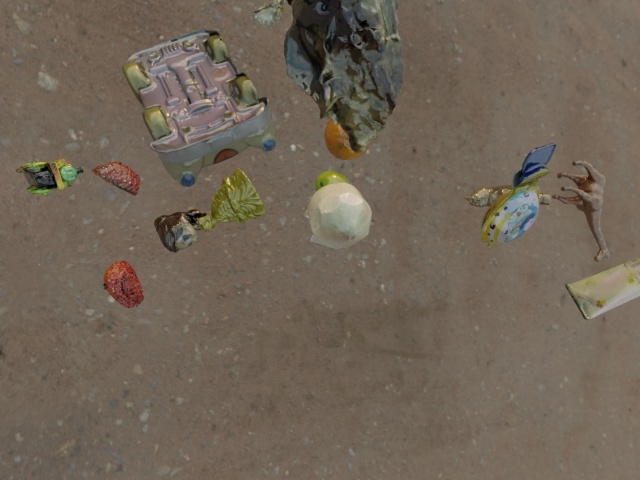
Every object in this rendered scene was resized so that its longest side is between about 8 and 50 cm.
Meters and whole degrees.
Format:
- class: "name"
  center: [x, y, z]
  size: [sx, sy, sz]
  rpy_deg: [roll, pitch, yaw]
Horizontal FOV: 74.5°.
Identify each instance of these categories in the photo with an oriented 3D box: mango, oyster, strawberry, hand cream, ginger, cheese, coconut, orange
- class: "mango"
  center: [0.089, -0.195, 1.889]
  size: [0.149, 0.185, 0.273]
  rpy_deg: [-41, 109, 1]
- class: "oyster"
  center: [-0.202, -0.913, 1.676]
  size: [0.121, 0.146, 0.045]
  rpy_deg: [-21, 85, -25]
- class: "strawberry"
  center: [-0.643, 0.149, 1.416]
  size: [0.121, 0.082, 0.188]
  rpy_deg: [-76, 155, -43]
- class: "hand cream"
  center: [0.387, 0.045, 0.523]
  size: [0.039, 0.143, 0.061]
  rpy_deg: [42, 27, -35]
- class: "strawberry"
  center: [-0.685, -0.221, 1.432]
  size: [0.192, 0.140, 0.085]
  rpy_deg: [37, 79, -47]
- class: "oyster"
  center: [0.004, -0.305, 0.591]
  size: [0.096, 0.221, 0.361]
  rpy_deg: [-24, 124, -33]
- class: "ginger"
  center: [0.605, -0.146, 1.371]
  size: [0.333, 0.166, 0.080]
  rpy_deg: [-11, 112, -38]
- class: "cheese"
  center: [0.388, -0.076, 0.831]
  size: [0.156, 0.064, 0.250]
  rpy_deg: [-21, 138, -22]
- class: "coconut"
  center: [0.067, -0.080, 1.426]
  size: [0.224, 0.234, 0.224]
  rpy_deg: [-1, 122, -2]
- class: "orange"
  center: [0.137, -0.526, 2.115]
  size: [0.246, 0.246, 0.246]
  rpy_deg: [2, 86, -34]

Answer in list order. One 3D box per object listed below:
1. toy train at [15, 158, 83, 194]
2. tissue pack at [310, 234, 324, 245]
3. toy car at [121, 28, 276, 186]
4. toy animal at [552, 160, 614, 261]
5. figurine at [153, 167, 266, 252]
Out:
- class: "toy train"
  center: [-0.884, -0.214, 1.379]
  size: [0.160, 0.296, 0.101]
  rpy_deg: [-23, 113, -36]
- class: "tissue pack"
  center: [0.000, 0.000, 1.757]
  size: [0.083, 0.063, 0.035]
  rpy_deg: [4, 105, -71]
- class: "toy car"
  center: [-0.260, -0.273, 0.922]
  size: [0.242, 0.226, 0.336]
  rpy_deg: [-26, 63, -11]
- class: "toy animal"
  center: [0.719, -0.079, 1.128]
  size: [0.229, 0.066, 0.224]
  rpy_deg: [25, 82, -17]
- class: "figurine"
  center: [-0.344, -0.068, 1.301]
  size: [0.315, 0.187, 0.168]
  rpy_deg: [-34, 99, -11]
